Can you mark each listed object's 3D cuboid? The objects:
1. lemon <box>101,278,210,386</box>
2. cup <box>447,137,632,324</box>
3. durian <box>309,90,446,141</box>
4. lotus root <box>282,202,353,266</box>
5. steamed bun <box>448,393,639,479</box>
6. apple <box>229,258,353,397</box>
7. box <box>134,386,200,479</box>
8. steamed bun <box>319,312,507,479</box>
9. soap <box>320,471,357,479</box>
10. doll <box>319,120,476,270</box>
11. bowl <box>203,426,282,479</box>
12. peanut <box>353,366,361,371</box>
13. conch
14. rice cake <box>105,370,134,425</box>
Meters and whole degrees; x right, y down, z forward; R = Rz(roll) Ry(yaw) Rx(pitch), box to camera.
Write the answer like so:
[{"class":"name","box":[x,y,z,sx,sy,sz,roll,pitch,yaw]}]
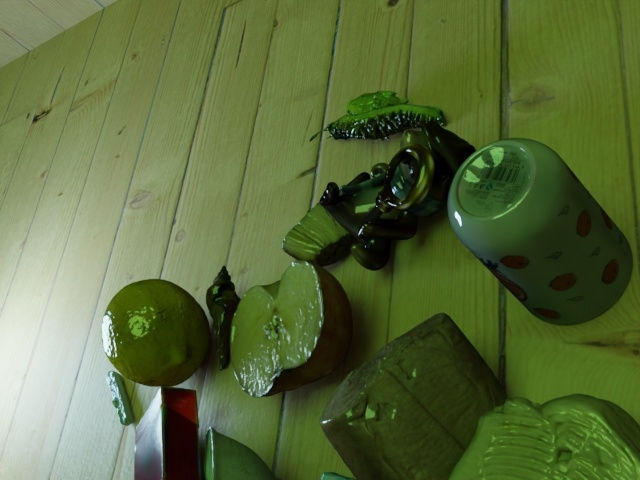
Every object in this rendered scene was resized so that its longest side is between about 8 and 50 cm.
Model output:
[{"class":"lemon","box":[-0.381,0.213,1.953,0.267,0.267,0.267,-23,49,29]},{"class":"cup","box":[0.357,-0.021,1.396,0.212,0.317,0.212,-23,48,28]},{"class":"durian","box":[0.119,-0.284,1.961,0.375,0.106,0.132,0,57,37]},{"class":"lotus root","box":[0.001,0.000,1.879,0.159,0.095,0.135,-38,47,-14]},{"class":"steamed bun","box":[0.355,0.359,1.228,0.289,0.203,0.276,-51,48,22]},{"class":"apple","box":[-0.035,0.189,1.720,0.293,0.163,0.251,-32,54,39]},{"class":"box","box":[-0.322,0.492,1.768,0.197,0.089,0.313,-57,32,40]},{"class":"steamed bun","box":[0.144,0.288,1.412,0.301,0.252,0.199,-39,8,-26]},{"class":"soap","box":[0.086,0.500,1.454,0.293,0.077,0.156,1,63,42]},{"class":"doll","box":[0.155,-0.108,1.721,0.339,0.209,0.318,-32,30,31]},{"class":"bowl","box":[-0.142,0.506,1.578,0.313,0.146,0.314,-179,90,-78]},{"class":"peanut","box":[0.096,0.330,1.544,0.095,0.108,0.226,-32,43,28]},{"class":"conch","box":[-0.217,0.175,1.964,0.086,0.080,0.233,-52,49,53]},{"class":"rice cake","box":[-0.499,0.387,2.089,0.030,0.042,0.180,-47,41,9]}]
